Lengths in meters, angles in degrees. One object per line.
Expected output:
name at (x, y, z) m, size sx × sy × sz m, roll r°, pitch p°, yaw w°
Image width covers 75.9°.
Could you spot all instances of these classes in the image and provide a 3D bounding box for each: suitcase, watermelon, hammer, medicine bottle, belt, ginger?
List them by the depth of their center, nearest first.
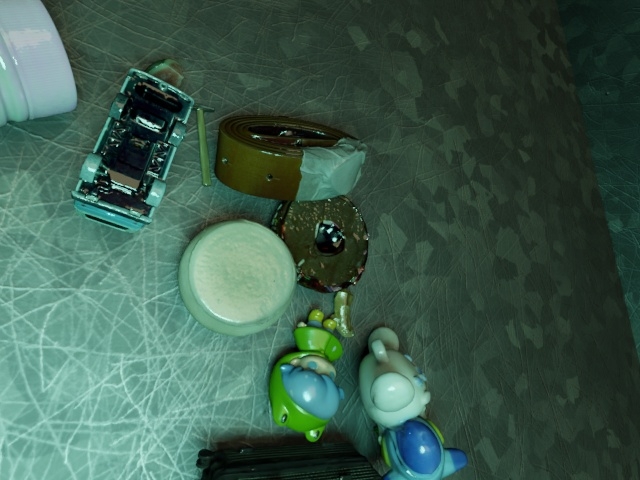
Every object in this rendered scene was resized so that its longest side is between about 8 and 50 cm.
medicine bottle at (-0.579, -0.265, 0.627) m, size 0.316 × 0.202 × 0.202 m, roll -30°, pitch 93°, yaw -34°
suitcase at (-0.065, 0.504, 0.729) m, size 0.336 × 0.152 × 0.229 m, roll 13°, pitch 93°, yaw -29°
watermelon at (-0.338, -0.346, 0.874) m, size 0.072 × 0.084 × 0.092 m, roll 43°, pitch 38°, yaw -5°
belt at (-0.060, -0.189, 0.921) m, size 0.339 × 0.122 × 0.217 m, roll -1°, pitch 38°, yaw -25°
hammer at (-0.262, -0.217, 0.931) m, size 0.063 × 0.013 × 0.198 m, roll -1°, pitch 77°, yaw -33°
ginger at (0.056, 0.168, 1.008) m, size 0.058 × 0.044 × 0.136 m, roll 20°, pitch 67°, yaw -47°

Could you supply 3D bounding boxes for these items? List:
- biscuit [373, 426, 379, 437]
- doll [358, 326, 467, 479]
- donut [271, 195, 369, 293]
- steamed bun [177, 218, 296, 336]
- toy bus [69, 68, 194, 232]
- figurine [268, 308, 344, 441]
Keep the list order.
biscuit at (0.161, 0.487, 0.997) m, size 0.046 × 0.016 × 0.089 m, roll -20°, pitch 87°, yaw -33°
doll at (0.185, 0.377, 0.866) m, size 0.376 × 0.187 × 0.365 m, roll -19°, pitch 91°, yaw -66°
donut at (0.000, 0.000, 0.984) m, size 0.270 × 0.103 × 0.269 m, roll 8°, pitch 73°, yaw -29°
steamed bun at (-0.169, 0.077, 0.824) m, size 0.232 × 0.145 × 0.231 m, roll 9°, pitch 69°, yaw -24°
toy bus at (-0.348, -0.156, 0.765) m, size 0.133 × 0.165 × 0.271 m, roll 23°, pitch 65°, yaw -27°
figurine at (-0.020, 0.278, 0.877) m, size 0.162 × 0.143 × 0.263 m, roll 41°, pitch 41°, yaw -25°
